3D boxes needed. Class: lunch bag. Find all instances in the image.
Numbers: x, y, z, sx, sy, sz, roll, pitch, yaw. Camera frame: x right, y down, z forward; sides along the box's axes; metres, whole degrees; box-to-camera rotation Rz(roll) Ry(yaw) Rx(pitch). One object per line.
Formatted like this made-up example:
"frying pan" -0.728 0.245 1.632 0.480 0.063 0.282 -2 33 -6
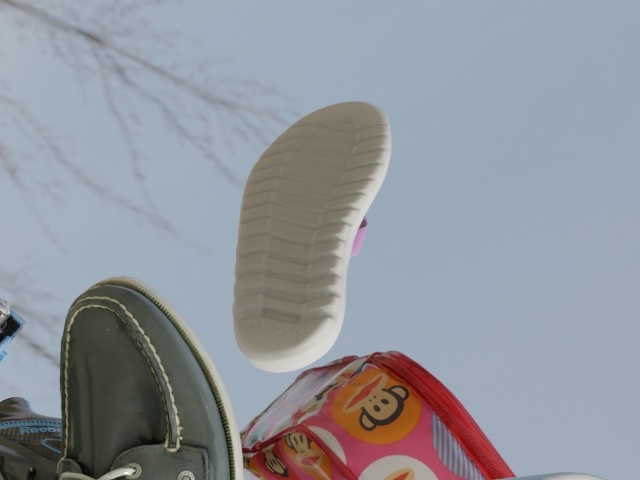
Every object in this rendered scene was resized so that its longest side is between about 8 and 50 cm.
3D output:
"lunch bag" 0.064 0.214 1.260 0.120 0.258 0.293 -39 -176 -18

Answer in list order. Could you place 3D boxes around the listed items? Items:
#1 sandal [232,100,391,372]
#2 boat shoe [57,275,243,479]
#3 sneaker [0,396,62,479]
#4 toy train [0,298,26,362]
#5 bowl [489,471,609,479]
"sandal" -0.015 0.000 1.951 0.169 0.102 0.416 0 -134 20
"boat shoe" -0.117 0.179 1.079 0.116 0.099 0.319 -14 -96 27
"sneaker" -0.170 0.218 1.444 0.139 0.341 0.125 -47 153 -57
"toy train" -0.389 0.127 1.774 0.184 0.080 0.105 -48 -174 8
"bowl" 0.027 0.244 0.773 0.163 0.311 0.311 9 -104 38
